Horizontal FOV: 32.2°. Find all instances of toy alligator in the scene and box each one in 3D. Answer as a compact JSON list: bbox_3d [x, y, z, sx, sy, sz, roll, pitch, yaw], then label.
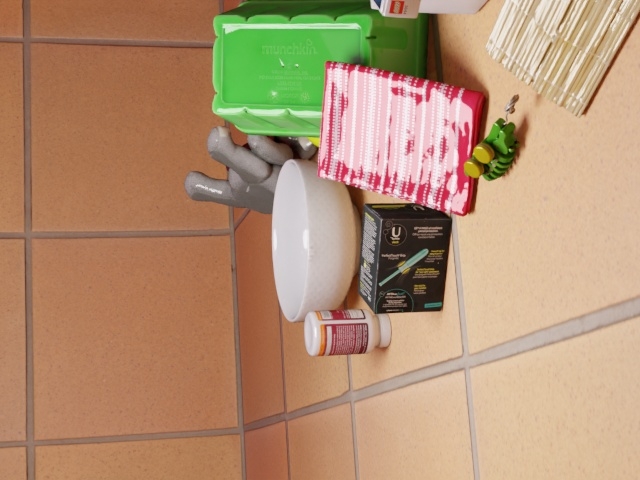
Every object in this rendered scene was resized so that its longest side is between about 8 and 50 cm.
[{"bbox_3d":[0.247,-0.128,1.516,0.051,0.056,0.189,42,150,9],"label":"toy alligator"}]

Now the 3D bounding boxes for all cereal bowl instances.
[{"bbox_3d":[0.000,0.000,2.302,0.339,0.141,0.338,179,90,-76],"label":"cereal bowl"}]

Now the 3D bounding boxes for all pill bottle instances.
[{"bbox_3d":[0.051,0.172,2.082,0.086,0.152,0.086,179,90,-76],"label":"pill bottle"}]

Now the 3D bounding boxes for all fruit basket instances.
[{"bbox_3d":[0.022,-0.284,1.958,0.392,0.392,0.282,-150,61,-74],"label":"fruit basket"}]

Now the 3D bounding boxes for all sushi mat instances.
[{"bbox_3d":[0.289,-0.284,1.238,0.151,0.019,0.316,40,145,16],"label":"sushi mat"}]

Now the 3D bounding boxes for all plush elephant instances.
[{"bbox_3d":[-0.113,-0.207,2.565,0.272,0.330,0.255,116,173,-58],"label":"plush elephant"}]

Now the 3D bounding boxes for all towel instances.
[{"bbox_3d":[0.117,-0.157,1.705,0.031,0.275,0.198,-28,-51,-54],"label":"towel"}]

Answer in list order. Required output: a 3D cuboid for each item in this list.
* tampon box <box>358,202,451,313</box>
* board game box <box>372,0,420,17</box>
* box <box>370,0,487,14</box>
[{"bbox_3d":[0.134,0.026,1.813,0.101,0.120,0.161,-129,41,-67],"label":"tampon box"},{"bbox_3d":[0.080,-0.442,1.463,0.305,0.053,0.193,-112,27,-53],"label":"board game box"},{"bbox_3d":[0.167,-0.523,1.565,0.215,0.168,0.345,139,129,-71],"label":"box"}]
